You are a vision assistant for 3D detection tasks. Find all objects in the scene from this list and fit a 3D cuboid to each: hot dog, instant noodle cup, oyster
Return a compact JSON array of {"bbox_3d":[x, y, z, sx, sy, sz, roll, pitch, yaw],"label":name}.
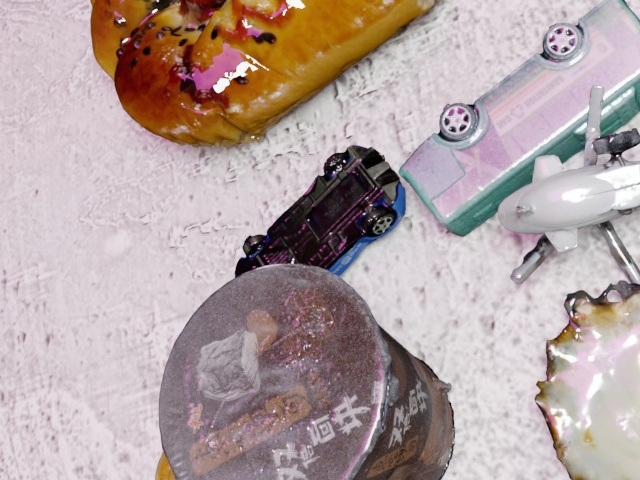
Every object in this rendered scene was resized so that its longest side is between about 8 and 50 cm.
[{"bbox_3d":[-0.100,-0.287,1.127,0.365,0.196,0.367,-38,54,16],"label":"hot dog"},{"bbox_3d":[0.004,0.152,0.878,0.217,0.207,0.218,-11,65,25],"label":"instant noodle cup"},{"bbox_3d":[0.299,0.128,0.793,0.259,0.092,0.198,3,72,40],"label":"oyster"}]

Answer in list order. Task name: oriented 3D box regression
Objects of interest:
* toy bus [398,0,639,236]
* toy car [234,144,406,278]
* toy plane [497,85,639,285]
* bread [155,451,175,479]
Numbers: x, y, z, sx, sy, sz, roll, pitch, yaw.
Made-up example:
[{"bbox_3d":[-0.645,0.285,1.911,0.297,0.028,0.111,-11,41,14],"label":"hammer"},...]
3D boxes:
[{"bbox_3d":[0.199,-0.116,0.946,0.261,0.091,0.109,-38,68,14],"label":"toy bus"},{"bbox_3d":[0.000,0.000,1.027,0.216,0.063,0.103,-45,55,14],"label":"toy car"},{"bbox_3d":[0.288,-0.042,0.836,0.273,0.107,0.182,4,91,15],"label":"toy plane"},{"bbox_3d":[-0.126,0.235,1.031,0.110,0.024,0.110,-12,65,26],"label":"bread"}]
